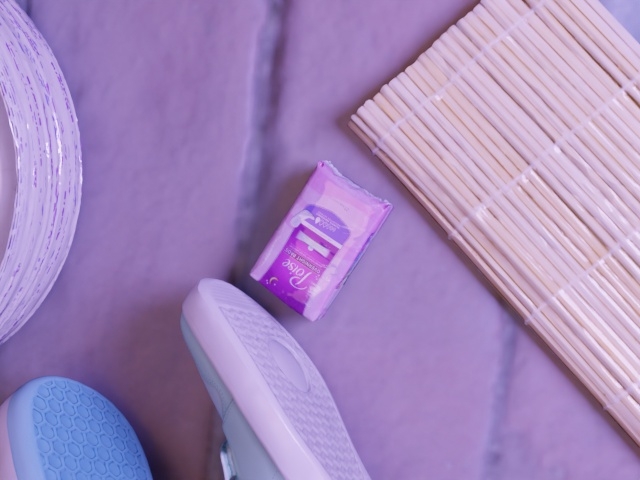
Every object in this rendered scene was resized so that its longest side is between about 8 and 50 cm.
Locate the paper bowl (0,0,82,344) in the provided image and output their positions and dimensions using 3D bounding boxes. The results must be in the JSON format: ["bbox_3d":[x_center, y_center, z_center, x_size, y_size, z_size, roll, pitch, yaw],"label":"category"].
[{"bbox_3d":[-0.298,-0.043,0.660,0.284,0.148,0.284,1,96,13],"label":"paper bowl"}]

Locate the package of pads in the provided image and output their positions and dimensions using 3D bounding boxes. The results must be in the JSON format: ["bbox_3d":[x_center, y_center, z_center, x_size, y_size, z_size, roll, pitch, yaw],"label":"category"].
[{"bbox_3d":[0.000,0.000,0.653,0.050,0.032,0.083,35,101,11],"label":"package of pads"}]

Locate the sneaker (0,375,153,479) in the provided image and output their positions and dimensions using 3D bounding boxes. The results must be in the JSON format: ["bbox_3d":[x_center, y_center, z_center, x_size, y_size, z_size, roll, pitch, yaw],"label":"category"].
[{"bbox_3d":[-0.174,0.257,0.626,0.208,0.127,0.319,-37,47,21],"label":"sneaker"}]

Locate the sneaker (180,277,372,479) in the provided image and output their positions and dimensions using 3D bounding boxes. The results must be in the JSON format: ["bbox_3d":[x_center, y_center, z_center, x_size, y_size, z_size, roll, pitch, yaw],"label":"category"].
[{"bbox_3d":[-0.048,0.158,0.647,0.151,0.094,0.256,-31,87,17],"label":"sneaker"}]

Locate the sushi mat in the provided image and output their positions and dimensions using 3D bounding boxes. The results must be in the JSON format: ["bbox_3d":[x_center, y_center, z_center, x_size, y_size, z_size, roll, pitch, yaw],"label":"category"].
[{"bbox_3d":[0.172,0.001,0.621,0.151,0.019,0.316,-43,85,12],"label":"sushi mat"}]
